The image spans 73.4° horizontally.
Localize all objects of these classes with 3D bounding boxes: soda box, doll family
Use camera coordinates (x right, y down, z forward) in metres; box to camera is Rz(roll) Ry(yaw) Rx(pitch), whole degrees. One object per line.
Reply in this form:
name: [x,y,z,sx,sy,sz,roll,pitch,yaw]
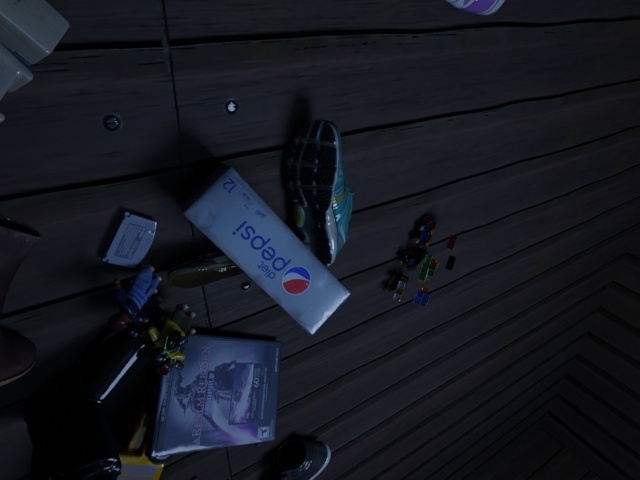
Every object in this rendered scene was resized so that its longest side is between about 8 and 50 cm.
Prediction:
soda box: [-0.084,0.017,0.681,0.098,0.091,0.286,-46,114,-6]
doll family: [-0.256,0.129,0.656,0.075,0.111,0.193,-21,119,30]

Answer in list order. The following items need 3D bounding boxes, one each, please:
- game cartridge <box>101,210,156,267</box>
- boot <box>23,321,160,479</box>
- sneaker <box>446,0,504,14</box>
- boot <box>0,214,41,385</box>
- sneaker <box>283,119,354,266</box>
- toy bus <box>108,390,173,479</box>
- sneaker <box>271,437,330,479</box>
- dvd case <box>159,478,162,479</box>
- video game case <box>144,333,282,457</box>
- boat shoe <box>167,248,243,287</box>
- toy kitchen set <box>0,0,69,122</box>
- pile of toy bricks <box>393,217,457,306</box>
game cartridge: [-0.280,0.000,0.638,0.055,0.017,0.083,23,102,-41]
boot: [-0.321,0.256,0.638,0.246,0.207,0.094,-39,134,-12]
sneaker: [0.266,-0.517,0.667,0.160,0.102,0.283,-5,120,-32]
boot: [-0.400,0.074,0.511,0.207,0.090,0.248,-47,153,-2]
sneaker: [0.006,-0.086,0.767,0.110,0.106,0.276,-41,141,-41]
toy bus: [-0.367,0.439,0.759,0.130,0.108,0.333,22,91,-30]
sneaker: [-0.110,0.639,1.133,0.296,0.104,0.147,-48,134,-11]
dvd case: [-0.419,0.546,0.876,0.179,0.029,0.239,-35,134,-15]
video game case: [-0.182,0.280,0.803,0.274,0.026,0.196,20,67,-48]
boat shoe: [-0.184,0.040,0.716,0.152,0.049,0.056,-8,148,-41]
toy kitchen set: [-0.381,-0.163,0.409,0.122,0.165,0.207,45,45,-46]
pile of toy bricks: [0.259,0.059,1.049,0.105,0.117,0.213,-10,120,-72]
